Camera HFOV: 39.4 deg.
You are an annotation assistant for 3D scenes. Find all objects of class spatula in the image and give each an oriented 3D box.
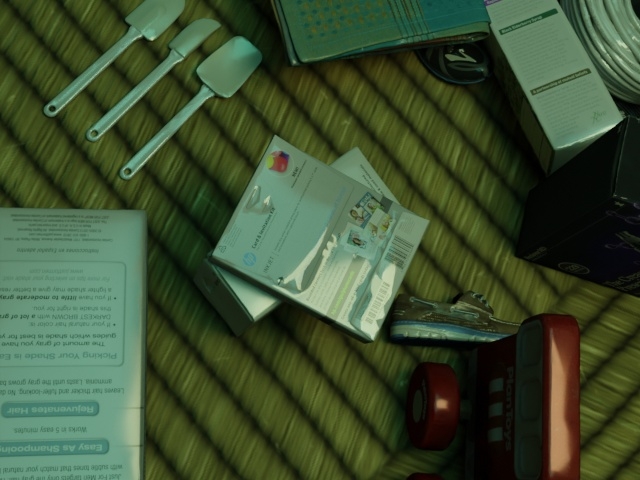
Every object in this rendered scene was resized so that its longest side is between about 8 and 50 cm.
[{"bbox_3d":[-0.205,-0.198,1.104,0.168,0.019,0.242,41,72,1],"label":"spatula"}]

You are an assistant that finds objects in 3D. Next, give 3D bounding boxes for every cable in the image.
[{"bbox_3d":[0.439,-0.303,1.157,0.257,0.089,0.257,45,75,-3],"label":"cable"}]

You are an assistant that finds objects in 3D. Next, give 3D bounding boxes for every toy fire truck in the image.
[{"bbox_3d":[0.198,0.241,0.940,0.169,0.254,0.302,8,74,-8],"label":"toy fire truck"}]

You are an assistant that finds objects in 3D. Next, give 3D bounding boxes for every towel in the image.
[{"bbox_3d":[0.041,-0.396,1.107,0.271,0.040,0.370,-12,76,-16],"label":"towel"}]

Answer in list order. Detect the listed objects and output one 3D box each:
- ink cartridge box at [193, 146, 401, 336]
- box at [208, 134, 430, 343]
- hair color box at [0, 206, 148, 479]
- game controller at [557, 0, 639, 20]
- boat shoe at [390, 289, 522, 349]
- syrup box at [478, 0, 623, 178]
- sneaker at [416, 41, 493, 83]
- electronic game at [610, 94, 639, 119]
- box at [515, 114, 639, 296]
[{"bbox_3d":[-0.030,0.006,1.011,0.212,0.154,0.093,-35,86,-18],"label":"ink cartridge box"},{"bbox_3d":[0.000,0.000,0.918,0.186,0.038,0.145,28,74,-8],"label":"box"},{"bbox_3d":[-0.278,0.158,0.947,0.185,0.113,0.375,1,75,-10],"label":"hair color box"},{"bbox_3d":[0.438,-0.373,1.259,0.319,0.067,0.167,-18,65,-15],"label":"game controller"},{"bbox_3d":[0.176,0.095,1.074,0.183,0.066,0.066,6,73,-9],"label":"boat shoe"},{"bbox_3d":[0.284,-0.208,1.128,0.096,0.093,0.237,-21,69,1],"label":"syrup box"},{"bbox_3d":[0.152,-0.279,1.161,0.067,0.078,0.188,-38,85,-17],"label":"sneaker"},{"bbox_3d":[0.398,-0.151,1.190,0.229,0.048,0.230,3,75,-10],"label":"electronic game"},{"bbox_3d":[0.367,-0.027,1.039,0.184,0.261,0.103,20,73,-4],"label":"box"}]
